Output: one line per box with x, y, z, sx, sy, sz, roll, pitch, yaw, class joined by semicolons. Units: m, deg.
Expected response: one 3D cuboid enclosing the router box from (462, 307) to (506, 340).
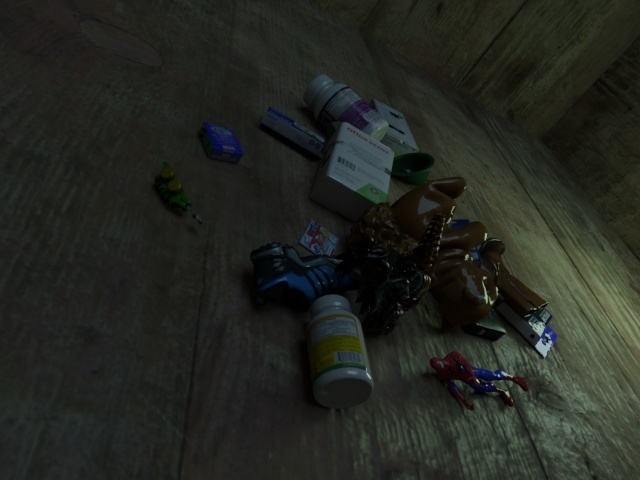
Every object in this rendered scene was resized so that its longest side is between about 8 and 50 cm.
0.448;0.198;1.529;0.133;0.046;0.179;19;37;-28;router box

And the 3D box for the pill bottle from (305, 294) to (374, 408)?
0.032;0.212;1.039;0.117;0.118;0.208;20;36;-25;pill bottle

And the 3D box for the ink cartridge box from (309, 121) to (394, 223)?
0.101;-0.201;1.584;0.198;0.115;0.273;29;46;-14;ink cartridge box

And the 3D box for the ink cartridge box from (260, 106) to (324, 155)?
-0.087;-0.351;1.680;0.207;0.046;0.097;29;20;-11;ink cartridge box

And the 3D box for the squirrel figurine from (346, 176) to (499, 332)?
0.278;0.062;1.396;0.396;0.281;0.371;-7;62;-30;squirrel figurine

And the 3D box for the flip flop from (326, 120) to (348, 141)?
0.098;-0.278;1.763;0.112;0.080;0.277;-25;81;-27;flip flop

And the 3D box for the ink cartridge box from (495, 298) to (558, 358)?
0.680;0.253;1.688;0.208;0.045;0.206;49;33;15;ink cartridge box

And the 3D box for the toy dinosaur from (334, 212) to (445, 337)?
0.161;0.076;1.141;0.218;0.322;0.164;10;12;-34;toy dinosaur

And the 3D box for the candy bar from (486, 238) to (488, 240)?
0.616;0.008;1.959;0.040;0.018;0.162;15;39;-26;candy bar

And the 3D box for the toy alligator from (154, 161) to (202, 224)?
-0.321;-0.097;1.153;0.051;0.056;0.190;-30;65;-11;toy alligator

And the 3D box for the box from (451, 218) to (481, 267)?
0.430;0.008;1.694;0.136;0.037;0.225;-3;37;6;box

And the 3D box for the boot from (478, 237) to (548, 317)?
0.615;0.112;1.696;0.280;0.096;0.264;40;30;30;boot

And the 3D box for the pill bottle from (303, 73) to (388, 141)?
0.084;-0.452;1.883;0.301;0.169;0.169;44;33;11;pill bottle

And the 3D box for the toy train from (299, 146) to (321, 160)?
-0.033;-0.281;1.695;0.083;0.017;0.024;25;23;-18;toy train

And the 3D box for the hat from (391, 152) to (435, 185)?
0.361;-0.217;1.992;0.208;0.184;0.173;-13;35;1;hat

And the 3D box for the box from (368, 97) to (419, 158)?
0.281;-0.449;2.146;0.169;0.087;0.290;20;36;-26;box

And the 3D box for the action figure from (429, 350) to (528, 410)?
0.377;0.344;1.225;0.280;0.091;0.139;24;22;-21;action figure

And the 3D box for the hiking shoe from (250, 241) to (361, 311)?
-0.028;0.098;1.165;0.304;0.113;0.132;13;66;-38;hiking shoe

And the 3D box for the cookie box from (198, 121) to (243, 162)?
-0.270;-0.263;1.418;0.091;0.040;0.107;6;43;-40;cookie box

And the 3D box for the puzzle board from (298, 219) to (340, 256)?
0.000;0.000;1.376;0.096;0.011;0.128;34;33;-5;puzzle board
